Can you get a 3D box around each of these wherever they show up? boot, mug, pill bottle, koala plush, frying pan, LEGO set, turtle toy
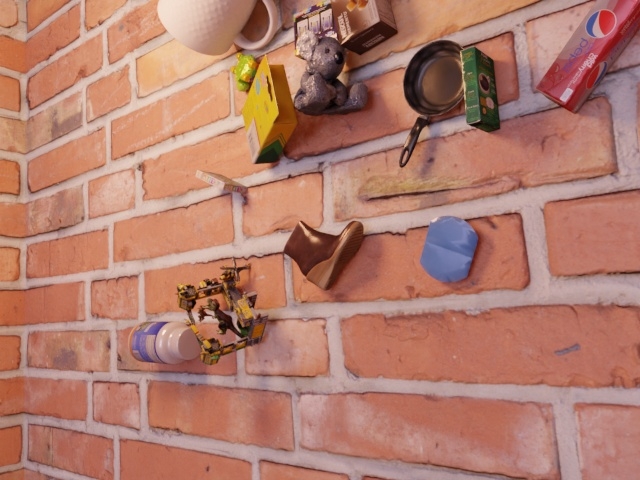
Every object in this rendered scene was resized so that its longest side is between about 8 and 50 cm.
[{"bbox_3d":[0.000,0.000,1.662,0.207,0.090,0.248,44,117,30],"label":"boot"},{"bbox_3d":[-0.302,-0.787,1.848,0.374,0.276,0.328,41,133,-9],"label":"mug"},{"bbox_3d":[-0.553,0.366,2.037,0.272,0.152,0.152,-7,82,38],"label":"pill bottle"},{"bbox_3d":[0.012,-0.483,1.634,0.203,0.196,0.221,1,91,59],"label":"koala plush"},{"bbox_3d":[0.303,-0.355,1.474,0.197,0.053,0.326,1,89,39],"label":"frying pan"},{"bbox_3d":[-0.310,0.205,1.787,0.192,0.255,0.331,109,145,-46],"label":"LEGO set"},{"bbox_3d":[-0.253,-0.568,1.923,0.095,0.066,0.130,41,112,33],"label":"turtle toy"}]

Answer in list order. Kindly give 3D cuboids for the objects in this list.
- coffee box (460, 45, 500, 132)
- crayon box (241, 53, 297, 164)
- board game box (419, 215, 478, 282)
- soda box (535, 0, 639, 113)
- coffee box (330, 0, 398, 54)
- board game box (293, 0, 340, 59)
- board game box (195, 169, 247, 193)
[{"bbox_3d":[0.386,-0.362,1.371,0.040,0.113,0.184,-9,83,41],"label":"coffee box"},{"bbox_3d":[-0.155,-0.390,1.731,0.318,0.081,0.202,137,123,-64],"label":"crayon box"},{"bbox_3d":[0.330,0.022,1.437,0.133,0.033,0.168,20,104,33],"label":"board game box"},{"bbox_3d":[0.589,-0.413,1.222,0.083,0.092,0.263,45,114,32],"label":"soda box"},{"bbox_3d":[0.113,-0.680,1.619,0.141,0.098,0.246,-20,74,36],"label":"coffee box"},{"bbox_3d":[-0.003,-0.649,1.743,0.170,0.048,0.141,-5,85,38],"label":"board game box"},{"bbox_3d":[-0.340,-0.201,1.941,0.154,0.103,0.026,27,103,37],"label":"board game box"}]
